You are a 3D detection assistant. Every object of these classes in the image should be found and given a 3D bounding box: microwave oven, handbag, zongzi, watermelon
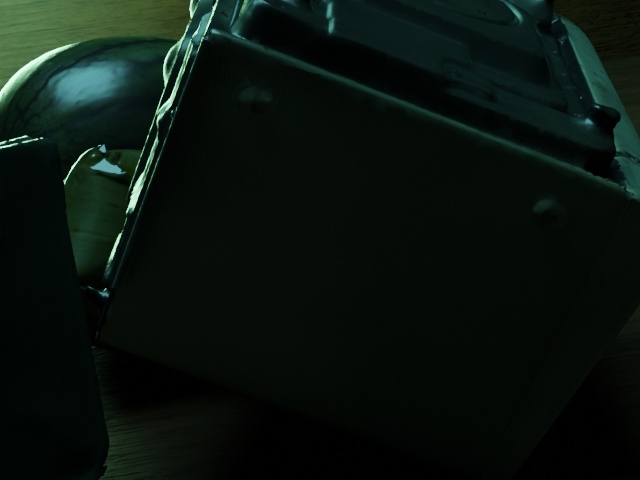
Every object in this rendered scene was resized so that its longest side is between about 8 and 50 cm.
[{"bbox_3d":[0.047,-0.066,1.039,0.333,0.247,0.394,22,23,-9],"label":"microwave oven"},{"bbox_3d":[-0.273,0.066,0.962,0.247,0.260,0.079,-14,18,-33],"label":"handbag"},{"bbox_3d":[-0.080,0.025,1.361,0.392,0.174,0.356,6,-5,-21],"label":"zongzi"},{"bbox_3d":[-0.220,-0.087,1.624,0.279,0.279,0.359,4,9,43],"label":"watermelon"}]

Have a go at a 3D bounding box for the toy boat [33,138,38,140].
[{"bbox_3d":[-0.352,0.009,1.312,0.276,0.084,0.111,-27,16,0],"label":"toy boat"}]
